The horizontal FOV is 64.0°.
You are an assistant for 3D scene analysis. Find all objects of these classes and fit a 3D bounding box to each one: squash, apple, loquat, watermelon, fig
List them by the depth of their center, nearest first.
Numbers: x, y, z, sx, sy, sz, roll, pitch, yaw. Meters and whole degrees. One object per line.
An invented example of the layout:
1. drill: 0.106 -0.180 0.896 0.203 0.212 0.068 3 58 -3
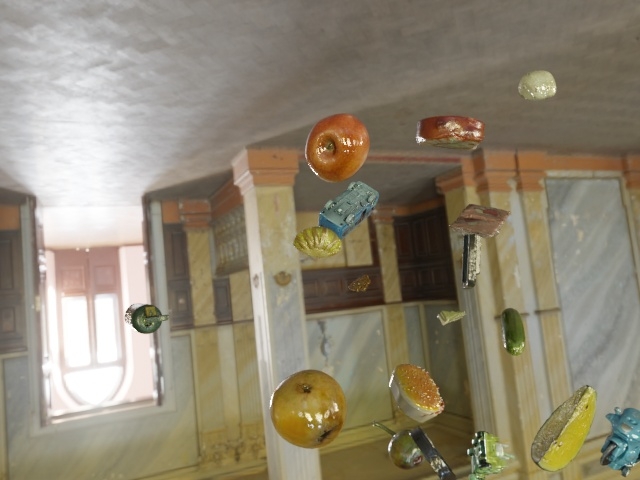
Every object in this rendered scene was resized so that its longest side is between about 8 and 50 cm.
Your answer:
1. watermelon: 0.478 0.374 0.983 0.181 0.075 0.092 -48 166 -14
2. squash: 0.571 0.258 1.527 0.066 0.066 0.252 -8 -161 19
3. loquat: -0.041 0.571 1.745 0.263 0.262 0.263 -6 175 -1
4. fig: 0.292 0.757 1.937 0.149 0.149 0.245 -3 -164 -31
5. apple: 0.064 -0.367 2.025 0.272 0.251 0.206 -40 -176 25

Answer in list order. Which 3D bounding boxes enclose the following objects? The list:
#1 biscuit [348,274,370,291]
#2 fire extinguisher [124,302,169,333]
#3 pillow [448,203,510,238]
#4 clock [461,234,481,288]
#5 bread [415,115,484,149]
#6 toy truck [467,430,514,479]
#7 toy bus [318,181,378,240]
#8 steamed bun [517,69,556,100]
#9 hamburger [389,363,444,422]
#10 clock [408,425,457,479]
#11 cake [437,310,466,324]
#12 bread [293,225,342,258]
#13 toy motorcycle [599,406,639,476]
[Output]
1. biscuit: 0.144 0.161 1.906 0.092 0.016 0.082 -16 -145 30
2. fire extinguisher: -0.571 0.253 1.677 0.115 0.095 0.311 -4 177 -25
3. pillow: 0.478 -0.056 1.526 0.135 0.049 0.248 10 -155 27
4. clock: 0.537 0.034 1.820 0.049 0.278 0.273 2 174 12
5. bread: 0.579 -0.479 2.301 0.296 0.114 0.328 6 -176 7
6. toy truck: 0.620 0.804 1.873 0.135 0.128 0.259 6 140 4
7. toy bus: 0.104 -0.109 1.907 0.246 0.114 0.134 -41 156 -35
8. steamed bun: 0.767 -0.554 1.809 0.113 0.090 0.130 -18 -147 -6
9. hamburger: 0.438 0.690 2.357 0.227 0.151 0.295 24 -155 -25
10. clock: 0.329 0.629 1.500 0.040 0.184 0.184 -36 175 -2
11. cake: 0.568 0.323 2.213 0.140 0.055 0.051 -9 140 -38
12. bread: 0.000 0.000 1.652 0.157 0.094 0.083 19 -151 -13
13. toy motorcycle: 0.877 0.573 1.462 0.272 0.182 0.124 30 -177 -43
